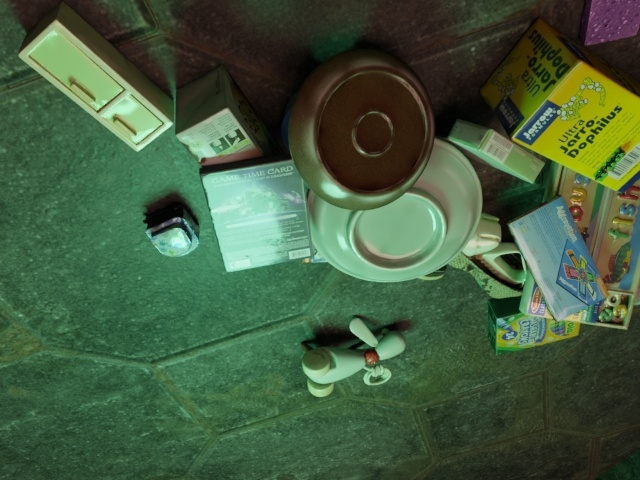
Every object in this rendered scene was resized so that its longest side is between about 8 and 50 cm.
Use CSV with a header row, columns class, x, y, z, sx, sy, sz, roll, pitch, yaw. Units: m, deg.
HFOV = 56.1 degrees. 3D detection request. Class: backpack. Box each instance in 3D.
class,x,y,z,sx,sy,sz,roll,pitch,yaw
backpack,-0.341,-0.012,1.407,0.105,0.084,0.114,-22,137,12

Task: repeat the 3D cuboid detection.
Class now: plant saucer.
class,x,y,z,sx,sy,sz,roll,pitch,yaw
plant saucer,0.164,-0.042,1.325,0.401,0.100,0.400,0,125,0
plant saucer,0.093,-0.206,1.145,0.311,0.050,0.310,-4,103,-20

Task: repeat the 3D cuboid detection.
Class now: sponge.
class,x,y,z,sx,sy,sz,roll,pitch,yaw
sponge,0.586,-0.497,1.187,0.117,0.031,0.210,-13,135,-1

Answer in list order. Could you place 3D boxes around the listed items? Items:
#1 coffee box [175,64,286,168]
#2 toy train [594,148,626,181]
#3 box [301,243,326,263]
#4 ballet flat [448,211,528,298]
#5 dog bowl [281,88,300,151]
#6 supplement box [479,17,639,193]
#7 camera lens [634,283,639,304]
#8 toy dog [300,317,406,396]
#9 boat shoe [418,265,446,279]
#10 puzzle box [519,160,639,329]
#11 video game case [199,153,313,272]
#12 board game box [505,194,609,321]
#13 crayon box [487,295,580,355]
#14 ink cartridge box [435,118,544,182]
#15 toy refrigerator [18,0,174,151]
class,x,y,z,sx,sy,sz,roll,pitch,yaw
coffee box,-0.163,-0.179,1.228,0.119,0.168,0.297,-26,133,12
toy train,0.607,-0.157,1.255,0.024,0.017,0.083,6,133,-31
box,0.000,0.000,1.533,0.094,0.027,0.137,-3,134,-11
ballet flat,0.419,0.017,1.538,0.182,0.163,0.483,-4,151,45
dog bowl,0.056,-0.278,1.249,0.297,0.074,0.166,-24,134,10
supplement box,0.556,-0.277,1.276,0.357,0.194,0.195,17,127,-27
camera lens,0.780,0.082,1.654,0.275,0.219,0.219,-11,134,-2
toy dog,0.074,0.336,1.819,0.334,0.161,0.220,-4,133,-30
boat shoe,0.248,0.045,1.596,0.224,0.080,0.073,15,133,-20
puzzle box,0.672,0.006,1.495,0.272,0.052,0.408,8,100,-2
video game case,-0.122,-0.050,1.228,0.196,0.026,0.274,-10,134,-4
board game box,0.577,0.045,1.460,0.145,0.027,0.281,-28,99,5
crayon box,0.693,0.237,1.878,0.323,0.083,0.203,-15,135,1
ink cartridge box,0.340,-0.205,1.296,0.171,0.235,0.056,22,101,-29
toy refrigerator,-0.405,-0.295,1.114,0.102,0.094,0.269,-32,132,17
